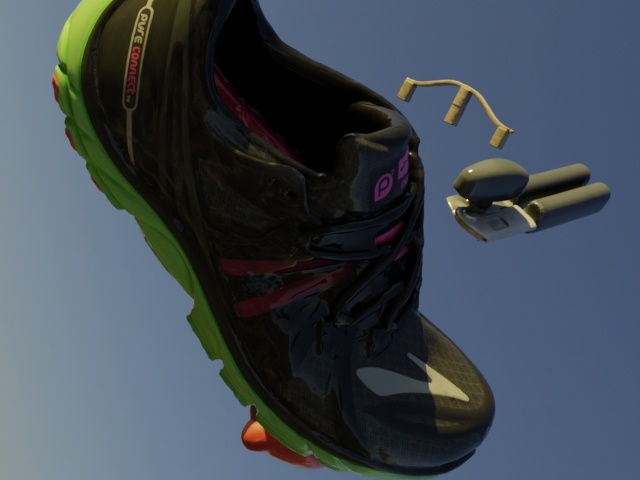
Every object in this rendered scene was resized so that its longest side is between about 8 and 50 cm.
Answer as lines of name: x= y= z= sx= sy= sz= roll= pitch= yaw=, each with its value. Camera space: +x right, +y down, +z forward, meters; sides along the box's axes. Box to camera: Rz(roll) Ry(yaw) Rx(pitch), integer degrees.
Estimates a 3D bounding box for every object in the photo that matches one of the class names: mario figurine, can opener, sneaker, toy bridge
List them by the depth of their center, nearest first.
sneaker: x=0.000 y=0.000 z=0.884 sx=0.202 sy=0.185 sz=0.483 roll=-23 pitch=-64 yaw=33
can opener: x=0.256 y=-0.052 z=1.389 sx=0.074 sy=0.280 sz=0.093 roll=51 pitch=-53 yaw=25
mario figurine: x=-0.034 y=0.140 z=1.526 sx=0.170 sy=0.198 sz=0.320 roll=-15 pitch=-86 yaw=26
toy bridge: x=0.208 y=-0.202 z=1.752 sx=0.188 sy=0.026 sz=0.063 roll=30 pitch=-81 yaw=22
